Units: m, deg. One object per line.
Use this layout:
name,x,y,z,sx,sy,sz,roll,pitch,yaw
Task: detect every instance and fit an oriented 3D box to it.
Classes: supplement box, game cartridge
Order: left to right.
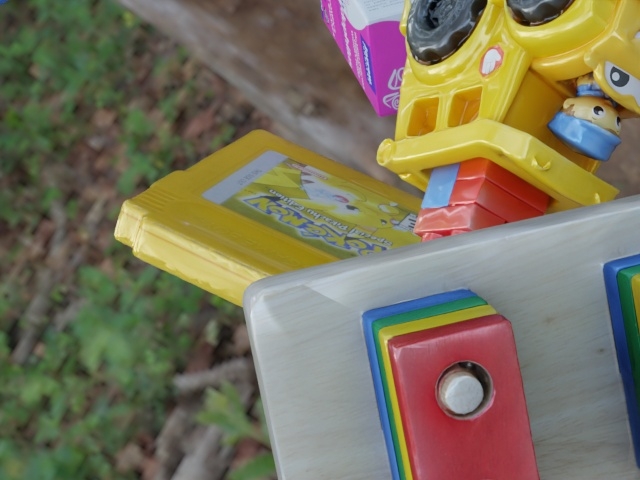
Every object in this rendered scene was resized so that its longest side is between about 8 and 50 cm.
game cartridge,0.000,0.000,1.620,0.052,0.285,0.324,-70,-12,19
supplement box,0.073,-0.229,1.752,0.114,0.111,0.220,-15,35,-9

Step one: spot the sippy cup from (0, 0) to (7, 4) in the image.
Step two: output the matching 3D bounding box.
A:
sippy cup,-0.191,-0.262,0.995,0.305,0.240,0.224,100,179,-56

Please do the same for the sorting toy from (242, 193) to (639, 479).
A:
sorting toy,0.123,0.119,0.706,0.257,0.255,0.089,-13,12,-8

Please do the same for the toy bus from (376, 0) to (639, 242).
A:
toy bus,0.142,-0.077,1.190,0.220,0.149,0.211,-10,56,52
